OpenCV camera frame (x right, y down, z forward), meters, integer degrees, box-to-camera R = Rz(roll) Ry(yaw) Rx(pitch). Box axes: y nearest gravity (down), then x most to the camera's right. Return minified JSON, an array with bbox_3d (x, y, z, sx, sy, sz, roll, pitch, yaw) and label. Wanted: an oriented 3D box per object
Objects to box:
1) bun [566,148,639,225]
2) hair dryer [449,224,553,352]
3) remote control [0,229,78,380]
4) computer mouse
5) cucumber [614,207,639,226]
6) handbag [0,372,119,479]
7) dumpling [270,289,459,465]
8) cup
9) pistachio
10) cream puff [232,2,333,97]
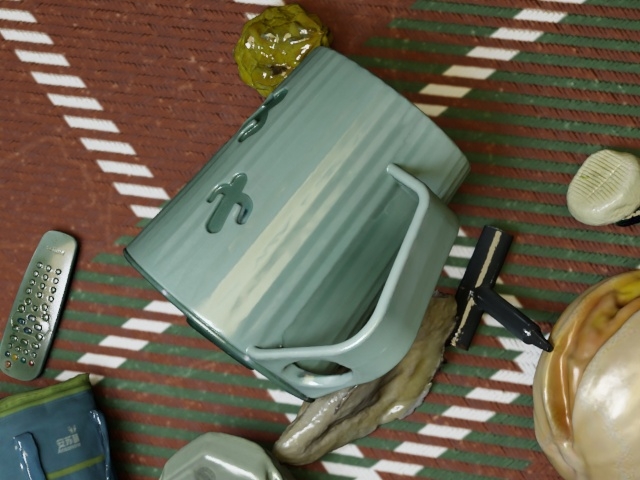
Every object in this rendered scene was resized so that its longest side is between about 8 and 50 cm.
[{"bbox_3d":[0.386,-0.065,1.578,0.115,0.115,0.069,-47,125,4],"label":"bun"},{"bbox_3d":[0.251,0.079,1.556,0.050,0.195,0.173,20,90,-34],"label":"hair dryer"},{"bbox_3d":[-0.403,0.093,1.706,0.072,0.042,0.222,19,92,9],"label":"remote control"},{"bbox_3d":[-0.096,0.446,1.600,0.228,0.145,0.428,-7,101,13],"label":"computer mouse"},{"bbox_3d":[0.458,-0.046,1.594,0.133,0.032,0.032,-17,86,8],"label":"cucumber"},{"bbox_3d":[-0.393,0.324,1.586,0.222,0.263,0.241,-20,88,34],"label":"handbag"},{"bbox_3d":[0.071,0.180,1.602,0.332,0.166,0.086,-46,53,16],"label":"dumpling"},{"bbox_3d":[0.005,0.005,1.513,0.401,0.310,0.392,38,89,22],"label":"cup"},{"bbox_3d":[0.393,0.189,1.514,0.230,0.230,0.308,25,88,8],"label":"pistachio"},{"bbox_3d":[-0.052,-0.263,1.635,0.146,0.116,0.146,0,89,5],"label":"cream puff"}]
